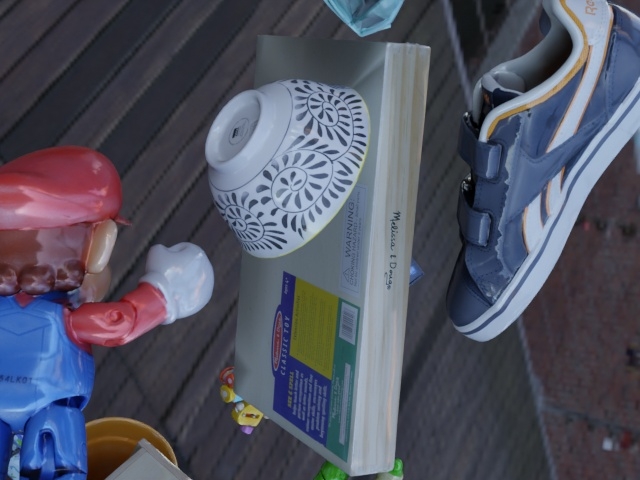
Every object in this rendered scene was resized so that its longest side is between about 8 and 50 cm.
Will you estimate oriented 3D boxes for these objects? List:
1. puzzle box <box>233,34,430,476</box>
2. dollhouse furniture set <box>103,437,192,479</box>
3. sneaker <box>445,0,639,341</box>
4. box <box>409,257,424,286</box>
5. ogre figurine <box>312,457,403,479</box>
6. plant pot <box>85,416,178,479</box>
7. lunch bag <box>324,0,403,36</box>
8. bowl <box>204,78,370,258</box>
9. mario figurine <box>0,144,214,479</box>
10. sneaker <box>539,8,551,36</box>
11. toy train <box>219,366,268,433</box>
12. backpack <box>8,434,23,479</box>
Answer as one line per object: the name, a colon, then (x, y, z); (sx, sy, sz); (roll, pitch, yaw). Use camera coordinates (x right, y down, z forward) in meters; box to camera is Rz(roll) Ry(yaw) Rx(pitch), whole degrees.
puzzle box: (0.000, 0.000, 1.152); (0.052, 0.272, 0.408); (-1, 102, -29)
dollhouse furniture set: (-0.233, 0.450, 1.378); (0.198, 0.286, 0.303); (-39, 164, -48)
sneaker: (0.170, -0.067, 0.990); (0.321, 0.127, 0.126); (-62, -165, 18)
box: (0.029, 0.017, 1.861); (0.232, 0.183, 0.059); (54, -1, -7)
ogre figurine: (0.052, 0.309, 1.207); (0.118, 0.097, 0.197); (-27, 96, -30)
plant pot: (-0.355, 0.435, 1.923); (0.205, 0.205, 0.188); (-55, 169, -41)
lunch bag: (0.033, -0.322, 0.974); (0.223, 0.160, 0.262); (-86, 174, -67)
bowl: (-0.046, -0.077, 0.968); (0.080, 0.170, 0.170); (30, 67, -35)
mario figurine: (-0.199, 0.083, 0.859); (0.198, 0.170, 0.320); (14, 69, -26)
sneaker: (0.398, -0.390, 1.831); (0.098, 0.223, 0.083); (-29, 80, -29)
toy train: (-0.089, 0.206, 1.634); (0.125, 0.046, 0.166); (-44, 142, -15)
backpack: (-0.345, 0.235, 1.359); (0.114, 0.084, 0.105); (52, 22, -5)
